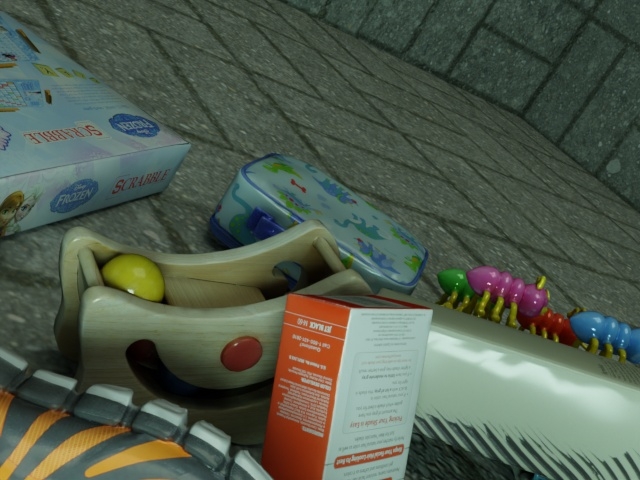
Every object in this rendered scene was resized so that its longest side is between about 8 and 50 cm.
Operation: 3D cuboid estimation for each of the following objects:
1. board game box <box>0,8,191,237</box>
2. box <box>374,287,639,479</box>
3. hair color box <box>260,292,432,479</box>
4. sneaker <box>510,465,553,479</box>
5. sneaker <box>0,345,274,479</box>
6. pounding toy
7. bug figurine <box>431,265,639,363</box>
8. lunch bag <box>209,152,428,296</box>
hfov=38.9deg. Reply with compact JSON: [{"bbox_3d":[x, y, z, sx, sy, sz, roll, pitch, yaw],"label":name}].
[{"bbox_3d":[-0.322,-0.136,0.822,0.318,0.066,0.318,35,19,9],"label":"board game box"},{"bbox_3d":[0.162,0.128,0.758,0.275,0.094,0.113,17,7,8],"label":"box"},{"bbox_3d":[0.013,0.119,0.566,0.053,0.167,0.093,10,2,38],"label":"hair color box"},{"bbox_3d":[0.223,0.217,0.822,0.190,0.071,0.083,33,24,26],"label":"sneaker"},{"bbox_3d":[-0.163,0.129,0.387,0.321,0.125,0.180,24,22,9],"label":"sneaker"},{"bbox_3d":[-0.039,0.078,0.610,0.269,0.154,0.155,17,25,-36],"label":"pounding toy"},{"bbox_3d":[0.240,0.083,1.001,0.216,0.072,0.279,22,-4,-5],"label":"bug figurine"},{"bbox_3d":[0.000,0.000,0.950,0.219,0.090,0.176,33,19,3],"label":"lunch bag"}]
